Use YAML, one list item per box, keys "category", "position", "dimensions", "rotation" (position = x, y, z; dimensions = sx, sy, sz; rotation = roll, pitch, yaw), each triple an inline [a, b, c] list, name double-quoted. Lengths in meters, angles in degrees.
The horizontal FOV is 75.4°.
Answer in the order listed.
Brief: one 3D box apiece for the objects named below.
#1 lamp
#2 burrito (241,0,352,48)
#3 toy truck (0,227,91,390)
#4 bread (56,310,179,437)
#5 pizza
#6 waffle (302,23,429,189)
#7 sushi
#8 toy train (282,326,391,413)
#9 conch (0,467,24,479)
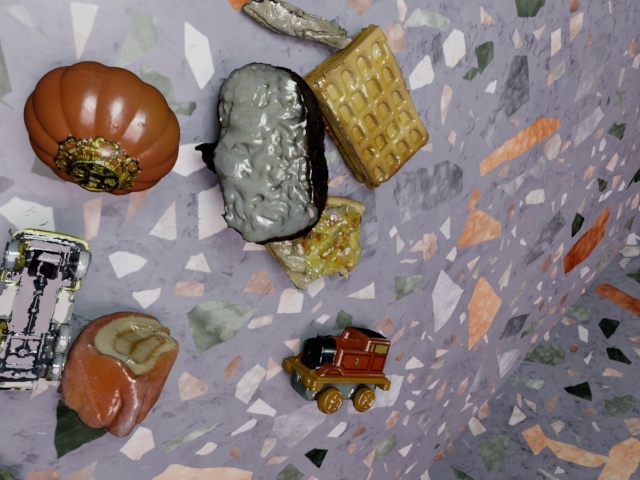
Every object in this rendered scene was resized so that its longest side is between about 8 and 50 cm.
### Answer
- category: "lamp"
  position: [-0.338, -0.170, 0.658]
  dimensions: [0.223, 0.196, 0.223]
  rotation: [-4, 145, -3]
- category: "burrito"
  position: [-0.043, -0.435, 0.820]
  dimensions: [0.230, 0.058, 0.063]
  rotation: [4, 95, -27]
- category: "toy truck"
  position: [-0.496, 0.111, 0.720]
  dimensions: [0.124, 0.157, 0.272]
  rotation: [14, 91, -36]
- category: "bread"
  position: [-0.384, 0.239, 0.817]
  dimensions: [0.190, 0.244, 0.123]
  rotation: [35, 98, -5]
- category: "pizza"
  position: [0.000, 0.000, 1.003]
  dimensions: [0.323, 0.089, 0.223]
  rotation: [-12, 86, -31]
- category: "waffle"
  position: [0.115, -0.304, 0.981]
  dimensions: [0.224, 0.098, 0.327]
  rotation: [-46, 128, -10]
- category: "sushi"
  position: [-0.103, -0.164, 0.824]
  dimensions: [0.207, 0.234, 0.348]
  rotation: [-33, 123, -73]
- category: "toy train"
  position: [0.074, 0.378, 1.247]
  dimensions: [0.369, 0.163, 0.231]
  rotation: [16, 89, -39]
- category: "conch"
  position: [-0.688, 0.546, 0.826]
  dimensions: [0.137, 0.114, 0.234]
  rotation: [27, 101, -27]
